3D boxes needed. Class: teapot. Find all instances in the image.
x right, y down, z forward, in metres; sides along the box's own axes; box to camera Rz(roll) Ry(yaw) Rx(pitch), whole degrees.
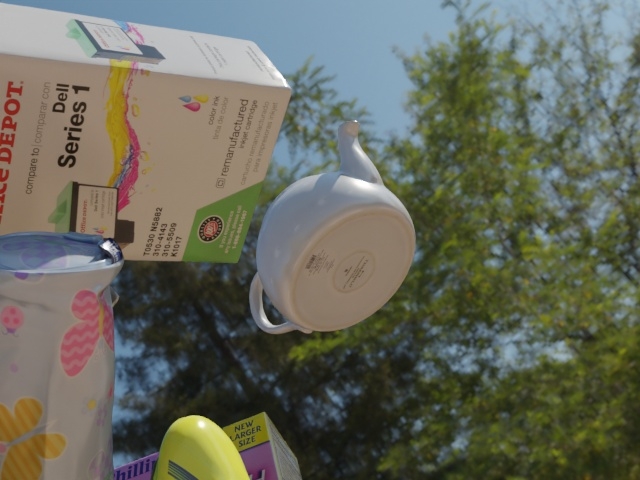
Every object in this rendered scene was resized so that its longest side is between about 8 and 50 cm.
[{"bbox_3d":[0.000,0.000,1.371,0.256,0.187,0.253,-30,-45,-15],"label":"teapot"}]

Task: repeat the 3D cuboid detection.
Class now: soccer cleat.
[{"bbox_3d":[-0.046,0.259,0.678,0.121,0.289,0.093,-33,-29,32],"label":"soccer cleat"}]

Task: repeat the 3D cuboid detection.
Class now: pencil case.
[{"bbox_3d":[-0.209,0.128,0.709,0.124,0.113,0.273,-79,-6,-79],"label":"pencil case"}]

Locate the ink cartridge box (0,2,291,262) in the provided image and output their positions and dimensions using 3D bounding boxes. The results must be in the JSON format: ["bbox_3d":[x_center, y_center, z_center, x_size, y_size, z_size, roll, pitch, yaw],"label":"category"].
[{"bbox_3d":[-0.195,-0.091,0.868,0.278,0.117,0.201,2,-57,-29],"label":"ink cartridge box"}]

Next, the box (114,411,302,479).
[{"bbox_3d":[-0.118,0.348,1.024,0.213,0.243,0.117,-21,-45,4],"label":"box"}]
